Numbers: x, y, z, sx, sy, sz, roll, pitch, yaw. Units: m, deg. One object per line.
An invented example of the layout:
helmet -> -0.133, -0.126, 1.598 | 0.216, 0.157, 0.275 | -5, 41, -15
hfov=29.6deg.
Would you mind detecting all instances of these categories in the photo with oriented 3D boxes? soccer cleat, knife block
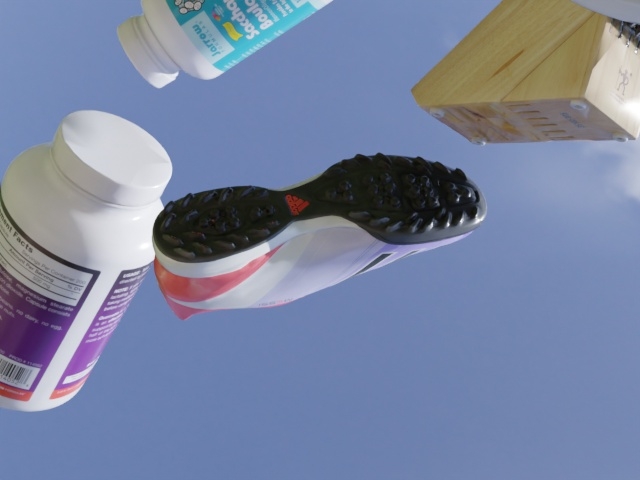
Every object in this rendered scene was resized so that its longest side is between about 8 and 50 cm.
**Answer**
soccer cleat -> 0.000, 0.000, 1.144 | 0.116, 0.318, 0.109 | 95, -20, -48
knife block -> 0.233, -0.212, 1.077 | 0.275, 0.088, 0.242 | 3, -110, 48

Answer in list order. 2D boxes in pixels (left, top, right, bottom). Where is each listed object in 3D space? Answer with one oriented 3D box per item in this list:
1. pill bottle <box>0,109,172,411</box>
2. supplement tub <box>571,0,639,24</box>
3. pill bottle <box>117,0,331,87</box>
pill bottle -> -0.284, 0.022, 1.314 | 0.323, 0.181, 0.181 | -56, -142, 29
supplement tub -> 0.230, -0.304, 0.690 | 0.228, 0.316, 0.228 | 1, -125, -1
pill bottle -> -0.113, -0.291, 1.456 | 0.264, 0.146, 0.146 | -32, -133, 13
